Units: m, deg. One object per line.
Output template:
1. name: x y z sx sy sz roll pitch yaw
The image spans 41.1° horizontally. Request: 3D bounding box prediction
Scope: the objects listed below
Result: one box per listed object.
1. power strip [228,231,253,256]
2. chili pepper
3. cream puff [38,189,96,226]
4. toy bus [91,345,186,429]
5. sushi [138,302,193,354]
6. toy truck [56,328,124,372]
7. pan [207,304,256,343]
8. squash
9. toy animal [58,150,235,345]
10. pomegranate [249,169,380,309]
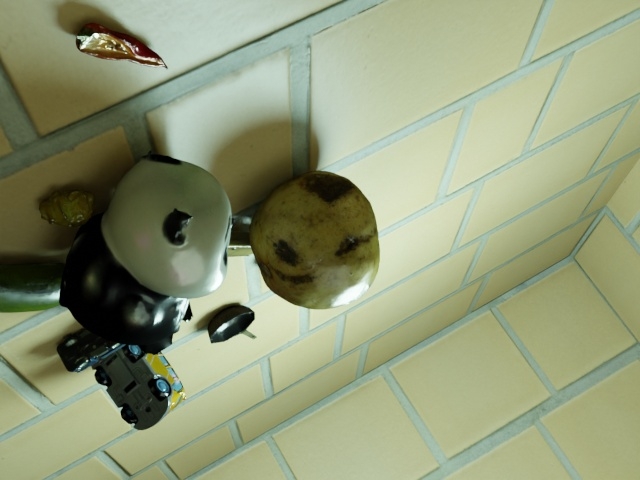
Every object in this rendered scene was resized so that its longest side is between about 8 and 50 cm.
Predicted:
1. power strip: -0.212 0.006 1.705 0.064 0.044 0.305 -25 167 31
2. chili pepper: -0.254 -0.250 1.105 0.045 0.027 0.178 -38 159 24
3. cream puff: -0.389 -0.046 1.321 0.083 0.058 0.083 -35 159 8
4. toy bus: -0.398 0.310 1.913 0.126 0.209 0.136 -42 168 18
5. sushi: -0.362 0.133 1.634 0.151 0.153 0.172 -9 -171 25
6. toy truck: -0.444 0.198 1.783 0.202 0.074 0.088 -32 168 -5
7. pan: -0.230 0.220 2.164 0.128 0.048 0.202 -26 157 -16
8. squash: -0.493 0.075 1.413 0.087 0.087 0.332 -43 159 24
9. toy animal: -0.269 0.010 1.376 0.251 0.251 0.310 -10 145 -46
10. pomegranate: -0.010 -0.002 1.693 0.281 0.281 0.281 -29 159 -12
